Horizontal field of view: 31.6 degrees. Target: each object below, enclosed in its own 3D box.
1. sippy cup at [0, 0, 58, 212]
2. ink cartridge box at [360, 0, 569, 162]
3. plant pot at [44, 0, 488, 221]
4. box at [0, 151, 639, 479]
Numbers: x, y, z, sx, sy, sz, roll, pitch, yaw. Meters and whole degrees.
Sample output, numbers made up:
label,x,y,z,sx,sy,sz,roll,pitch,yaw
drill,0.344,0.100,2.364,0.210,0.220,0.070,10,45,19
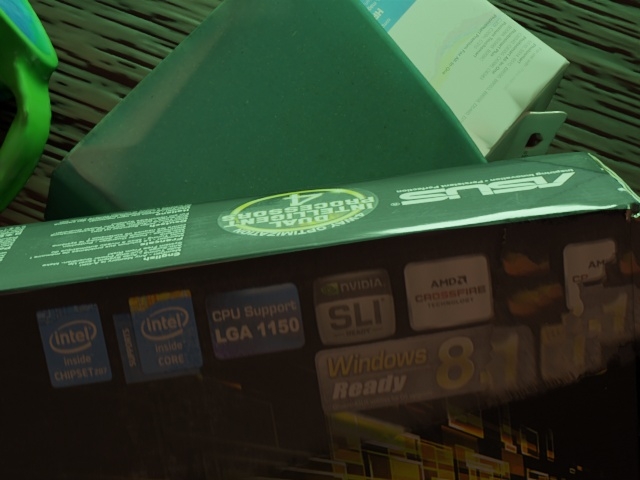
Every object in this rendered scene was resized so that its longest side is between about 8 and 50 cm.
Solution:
label,x,y,z,sx,sy,sz,roll,pitch,yaw
sippy cup,-0.314,-0.138,0.672,0.224,0.240,0.305,-34,51,0
ink cartridge box,0.082,-0.096,0.722,0.143,0.092,0.090,40,76,11
plant pot,0.000,0.000,0.598,0.234,0.165,0.165,44,75,-6
box,-0.055,0.144,0.496,0.394,0.097,0.318,-7,108,0
